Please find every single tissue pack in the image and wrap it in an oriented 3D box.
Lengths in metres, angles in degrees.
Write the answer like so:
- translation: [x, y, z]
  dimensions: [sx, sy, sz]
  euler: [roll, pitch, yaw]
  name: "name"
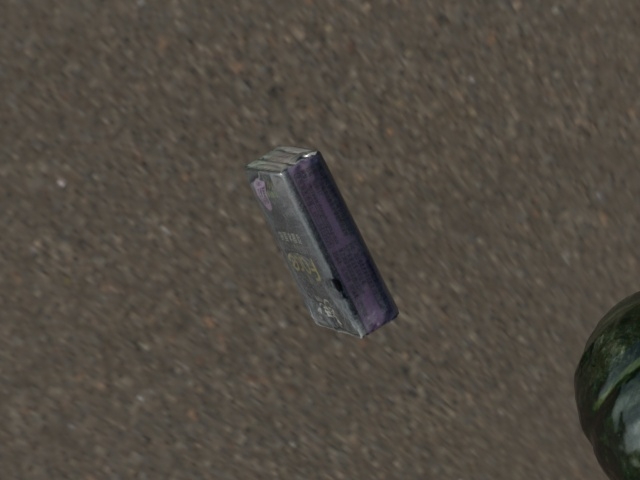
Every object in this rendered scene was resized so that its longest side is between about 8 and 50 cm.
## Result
- translation: [0.000, 0.000, 1.512]
  dimensions: [0.051, 0.112, 0.156]
  euler: [-30, 103, -14]
  name: "tissue pack"

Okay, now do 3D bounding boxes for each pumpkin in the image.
- translation: [0.266, 0.120, 1.203]
  dimensions: [0.152, 0.212, 0.211]
  euler: [-50, 60, 19]
  name: "pumpkin"
